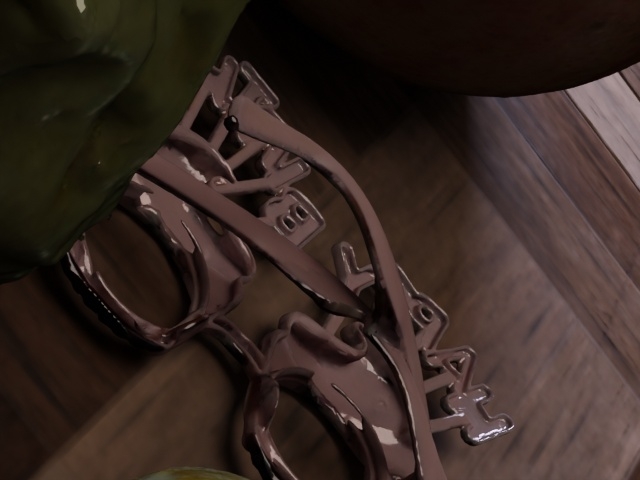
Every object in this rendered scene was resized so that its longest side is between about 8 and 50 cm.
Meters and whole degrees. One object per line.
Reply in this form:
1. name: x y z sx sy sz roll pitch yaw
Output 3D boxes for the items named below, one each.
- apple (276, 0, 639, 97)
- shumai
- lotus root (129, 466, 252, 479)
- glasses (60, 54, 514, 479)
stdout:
1. apple: 0.076 -0.215 0.893 0.345 0.269 0.345 20 42 -19
2. shumai: -0.094 -0.124 0.608 0.256 0.218 0.189 67 21 -11
3. lotus root: 0.005 0.176 0.586 0.278 0.154 0.154 47 37 -21
4. glasses: -0.003 0.000 0.766 0.255 0.095 0.162 50 28 -12
